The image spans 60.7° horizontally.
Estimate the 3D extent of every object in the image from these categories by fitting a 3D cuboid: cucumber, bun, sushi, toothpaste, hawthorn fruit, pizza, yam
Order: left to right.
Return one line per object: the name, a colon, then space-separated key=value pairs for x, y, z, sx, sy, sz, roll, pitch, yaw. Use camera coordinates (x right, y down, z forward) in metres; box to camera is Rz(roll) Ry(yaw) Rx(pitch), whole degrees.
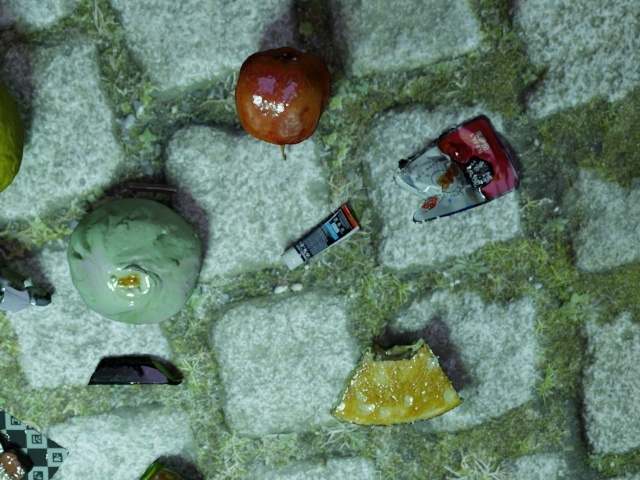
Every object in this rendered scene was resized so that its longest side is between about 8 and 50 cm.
sushi: x=-0.754 y=0.532 z=1.282 sx=0.231 sy=0.047 sz=0.220 roll=36 pitch=95 yaw=-8
bun: x=-0.405 y=0.055 z=1.167 sx=0.293 sy=0.187 sz=0.293 roll=0 pitch=99 yaw=-1
cucumber: x=-0.436 y=0.307 z=1.275 sx=0.219 sy=0.046 sz=0.071 roll=0 pitch=91 yaw=-3
yam: x=-0.376 y=-0.118 z=1.225 sx=0.116 sy=0.021 sz=0.021 roll=5 pitch=98 yaw=-4
hawthorn fruit: x=-0.084 y=-0.274 z=1.150 sx=0.207 sy=0.207 sz=0.243 roll=1 pitch=126 yaw=-4
toothpaste: x=0.000 y=0.000 z=1.260 sx=0.193 sy=0.045 sz=0.071 roll=-36 pitch=107 yaw=-4
pizza: x=0.176 y=0.330 z=1.295 sx=0.323 sy=0.089 sz=0.223 roll=-6 pitch=105 yaw=-5

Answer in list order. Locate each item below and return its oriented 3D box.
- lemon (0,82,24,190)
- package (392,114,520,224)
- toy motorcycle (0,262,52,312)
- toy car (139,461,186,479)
lemon: x=-0.729 y=-0.212 z=1.069 sx=0.268 sy=0.268 sz=0.322 roll=-7 pitch=95 yaw=-3
package: x=0.305 y=-0.150 z=1.249 sx=0.269 sy=0.071 sz=0.194 roll=-29 pitch=102 yaw=-12
toy motorcycle: x=-0.700 y=0.094 z=1.168 sx=0.225 sy=0.152 sz=0.073 roll=29 pitch=96 yaw=-8
toy car: x=-0.395 y=0.650 z=1.239 sx=0.145 sy=0.235 sz=0.235 roll=44 pitch=93 yaw=-9
